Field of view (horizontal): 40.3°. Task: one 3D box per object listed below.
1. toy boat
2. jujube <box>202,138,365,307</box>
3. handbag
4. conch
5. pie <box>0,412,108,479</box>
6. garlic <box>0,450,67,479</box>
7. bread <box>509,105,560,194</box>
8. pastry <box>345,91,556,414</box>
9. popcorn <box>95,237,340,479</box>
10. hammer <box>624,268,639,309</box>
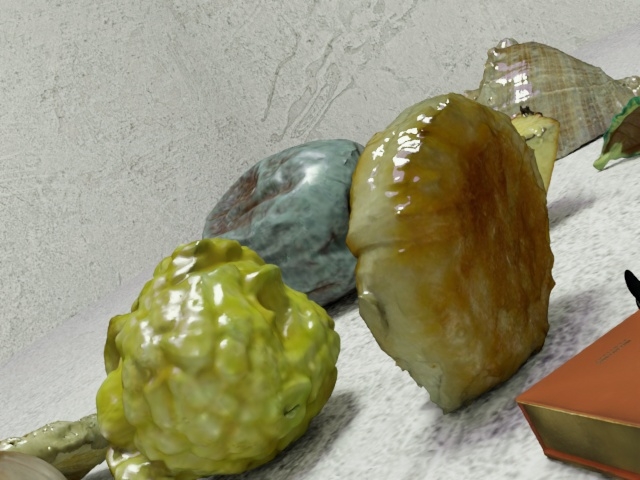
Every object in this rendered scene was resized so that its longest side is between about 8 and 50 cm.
[{"bbox_3d":[0.442,-0.156,1.080,0.099,0.109,0.293,-63,12,-13],"label":"toy boat"},{"bbox_3d":[-0.034,-0.003,1.259,0.308,0.215,0.246,-23,41,41],"label":"jujube"},{"bbox_3d":[0.214,0.085,0.494,0.127,0.062,0.190,-30,6,-17],"label":"handbag"},{"bbox_3d":[0.368,-0.245,1.518,0.352,0.210,0.297,-24,24,36],"label":"conch"},{"bbox_3d":[-0.343,0.265,0.931,0.274,0.055,0.274,-28,-12,-7],"label":"pie"},{"bbox_3d":[-0.318,0.275,0.728,0.214,0.191,0.160,-17,34,1],"label":"garlic"},{"bbox_3d":[0.197,-0.048,1.084,0.260,0.134,0.129,-35,21,-14],"label":"bread"},{"bbox_3d":[0.107,0.001,0.733,0.121,0.235,0.257,-10,17,37],"label":"pastry"},{"bbox_3d":[-0.109,0.126,0.813,0.251,0.206,0.237,-48,30,-13],"label":"popcorn"},{"bbox_3d":[0.409,-0.043,0.712,0.427,0.044,0.152,-31,9,-29],"label":"hammer"}]
